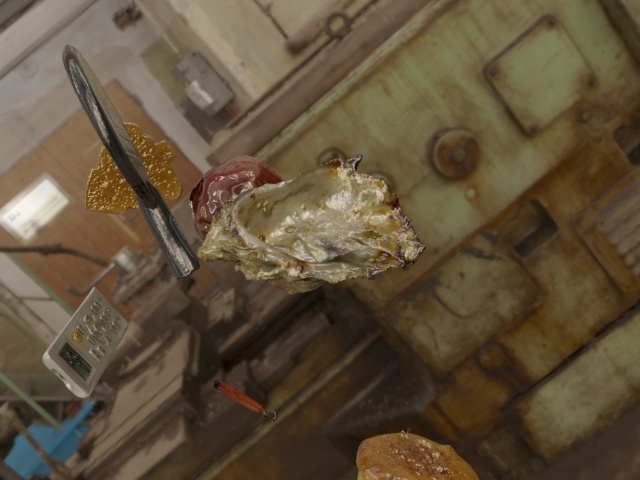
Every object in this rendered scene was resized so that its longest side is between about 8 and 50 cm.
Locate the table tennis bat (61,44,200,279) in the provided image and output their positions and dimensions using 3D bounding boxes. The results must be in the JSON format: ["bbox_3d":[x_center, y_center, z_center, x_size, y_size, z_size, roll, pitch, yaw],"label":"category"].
[{"bbox_3d":[-0.179,-0.072,0.649,0.027,0.236,0.150,-28,7,-6],"label":"table tennis bat"}]

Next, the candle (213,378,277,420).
[{"bbox_3d":[-0.139,0.300,1.294,0.026,0.167,0.021,6,63,46],"label":"candle"}]

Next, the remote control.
[{"bbox_3d":[-0.455,0.193,1.342,0.055,0.109,0.313,-35,16,10],"label":"remote control"}]

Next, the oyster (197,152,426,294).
[{"bbox_3d":[-0.008,0.005,1.075,0.361,0.221,0.096,-24,-25,-31],"label":"oyster"}]

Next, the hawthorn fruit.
[{"bbox_3d":[-0.164,-0.072,1.382,0.208,0.208,0.248,-41,0,1],"label":"hawthorn fruit"}]

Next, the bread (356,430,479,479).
[{"bbox_3d":[0.183,0.475,1.314,0.268,0.269,0.145,-108,33,-72],"label":"bread"}]

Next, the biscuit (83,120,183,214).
[{"bbox_3d":[-0.432,-0.144,1.553,0.239,0.212,0.041,-38,21,-14],"label":"biscuit"}]
